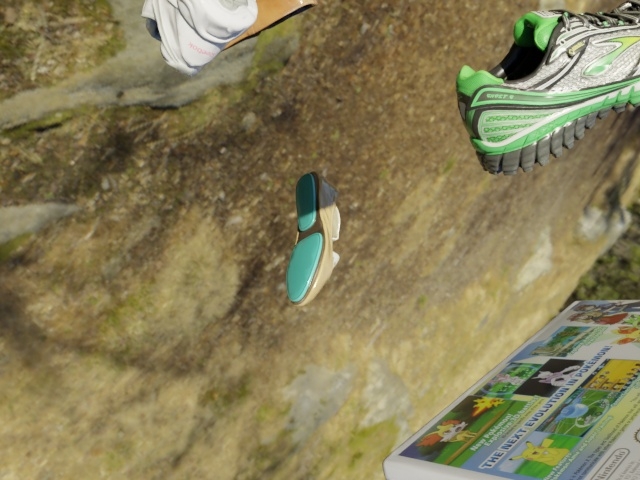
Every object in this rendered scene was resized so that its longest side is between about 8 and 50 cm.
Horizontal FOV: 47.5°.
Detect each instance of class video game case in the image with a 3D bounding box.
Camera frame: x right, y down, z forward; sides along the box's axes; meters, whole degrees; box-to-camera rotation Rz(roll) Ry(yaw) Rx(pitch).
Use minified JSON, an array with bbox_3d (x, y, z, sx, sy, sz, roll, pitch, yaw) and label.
[{"bbox_3d":[0.261,0.124,0.575,0.329,0.300,0.036,-27,103,-38],"label":"video game case"}]

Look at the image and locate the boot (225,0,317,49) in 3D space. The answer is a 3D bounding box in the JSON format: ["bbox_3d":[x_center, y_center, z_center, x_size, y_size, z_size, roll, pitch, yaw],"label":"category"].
[{"bbox_3d":[-0.171,-0.341,0.814,0.264,0.280,0.096,-20,-165,6],"label":"boot"}]

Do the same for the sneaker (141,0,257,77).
[{"bbox_3d":[-0.135,-0.251,0.697,0.090,0.232,0.115,20,133,-35],"label":"sneaker"}]

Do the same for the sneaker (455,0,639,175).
[{"bbox_3d":[0.317,-0.220,0.845,0.343,0.134,0.146,-33,115,0],"label":"sneaker"}]

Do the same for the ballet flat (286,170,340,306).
[{"bbox_3d":[0.000,0.000,1.094,0.073,0.232,0.080,27,143,-34],"label":"ballet flat"}]
